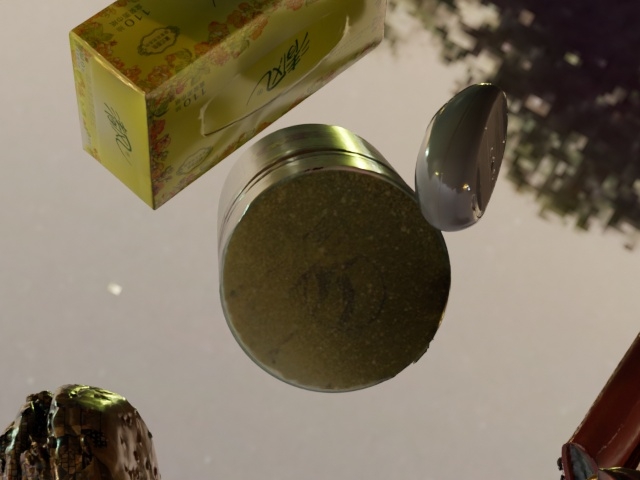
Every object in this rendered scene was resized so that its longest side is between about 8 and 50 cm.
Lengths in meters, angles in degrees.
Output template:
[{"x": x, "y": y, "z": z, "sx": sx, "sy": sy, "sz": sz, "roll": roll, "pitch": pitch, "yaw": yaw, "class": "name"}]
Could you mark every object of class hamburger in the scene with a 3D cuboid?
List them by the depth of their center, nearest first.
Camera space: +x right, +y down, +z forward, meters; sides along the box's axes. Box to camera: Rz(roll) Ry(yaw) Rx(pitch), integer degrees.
[{"x": -0.171, "y": 0.216, "z": 1.279, "sx": 0.107, "sy": 0.231, "sz": 0.231, "roll": -9, "pitch": -168, "yaw": 10, "class": "hamburger"}]

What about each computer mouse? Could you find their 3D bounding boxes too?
[{"x": 0.077, "y": -0.048, "z": 0.976, "sx": 0.039, "sy": 0.066, "sz": 0.096, "roll": 8, "pitch": -134, "yaw": 17, "class": "computer mouse"}]

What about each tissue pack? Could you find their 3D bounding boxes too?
[{"x": -0.043, "y": -0.106, "z": 0.914, "sx": 0.176, "sy": 0.095, "sz": 0.062, "roll": -37, "pitch": -117, "yaw": -26, "class": "tissue pack"}]

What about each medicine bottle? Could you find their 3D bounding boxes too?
[{"x": 0.000, "y": 0.000, "z": 1.269, "sx": 0.151, "sy": 0.151, "sz": 0.322, "roll": 27, "pitch": -173, "yaw": -7, "class": "medicine bottle"}]

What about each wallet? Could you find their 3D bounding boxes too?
[{"x": 0.251, "y": 0.131, "z": 1.318, "sx": 0.045, "sy": 0.142, "sz": 0.204, "roll": 16, "pitch": -129, "yaw": 33, "class": "wallet"}]

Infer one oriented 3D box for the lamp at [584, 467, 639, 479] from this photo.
[{"x": 0.215, "y": 0.207, "z": 1.080, "sx": 0.253, "sy": 0.118, "sz": 0.118, "roll": 14, "pitch": -159, "yaw": -39, "class": "lamp"}]
